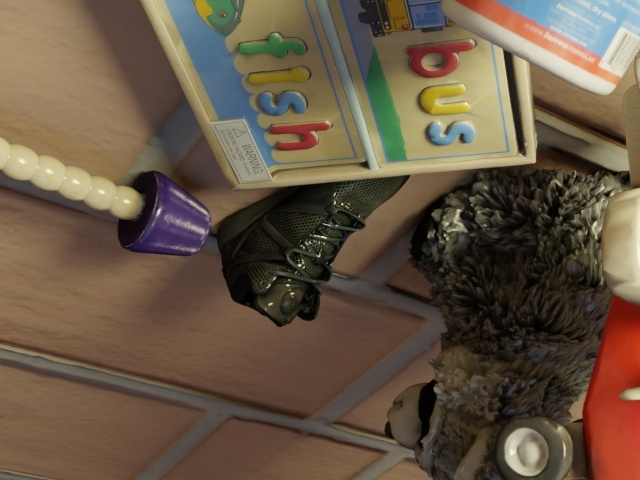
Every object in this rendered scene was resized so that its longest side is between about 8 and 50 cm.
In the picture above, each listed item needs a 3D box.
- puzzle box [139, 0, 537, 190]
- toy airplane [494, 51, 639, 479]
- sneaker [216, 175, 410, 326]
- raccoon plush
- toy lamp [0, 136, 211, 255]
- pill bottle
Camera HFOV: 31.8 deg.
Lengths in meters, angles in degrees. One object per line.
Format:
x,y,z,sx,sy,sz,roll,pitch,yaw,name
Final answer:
0.007,-0.186,0.811,0.272,0.052,0.409,-5,144,14,puzzle box
0.315,0.045,0.821,0.272,0.386,0.384,16,135,36,toy airplane
0.000,0.000,1.029,0.227,0.130,0.087,-31,139,26,sneaker
0.253,0.075,1.020,0.446,0.299,0.216,-32,136,29,raccoon plush
-0.221,-0.050,0.971,0.275,0.080,0.080,20,136,-31,toy lamp
0.174,-0.210,0.674,0.124,0.124,0.221,19,106,-29,pill bottle
